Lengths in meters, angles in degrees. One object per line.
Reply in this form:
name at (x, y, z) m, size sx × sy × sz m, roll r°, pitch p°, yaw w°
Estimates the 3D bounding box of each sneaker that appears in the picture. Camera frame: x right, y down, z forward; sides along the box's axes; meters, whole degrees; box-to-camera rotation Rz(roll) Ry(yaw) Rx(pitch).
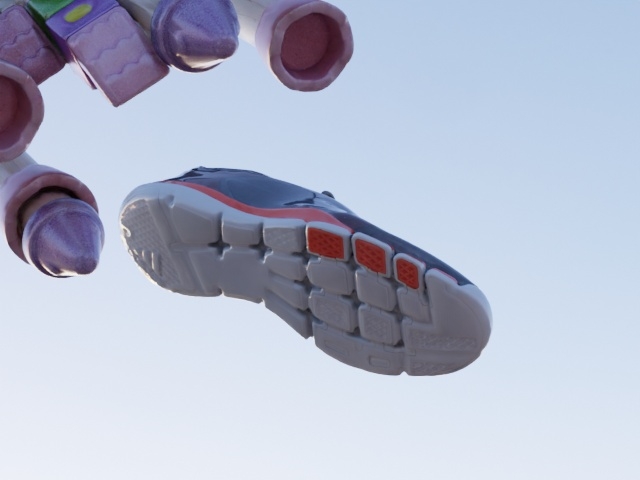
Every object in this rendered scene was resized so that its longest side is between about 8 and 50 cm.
sneaker at (0.000, 0.000, 0.576) m, size 0.158 × 0.065 × 0.061 m, roll 21°, pitch -54°, yaw 18°

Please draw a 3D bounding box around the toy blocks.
toy blocks at (-0.133, -0.155, 0.903) m, size 0.288 × 0.260 × 0.309 m, roll -35°, pitch -55°, yaw -12°
